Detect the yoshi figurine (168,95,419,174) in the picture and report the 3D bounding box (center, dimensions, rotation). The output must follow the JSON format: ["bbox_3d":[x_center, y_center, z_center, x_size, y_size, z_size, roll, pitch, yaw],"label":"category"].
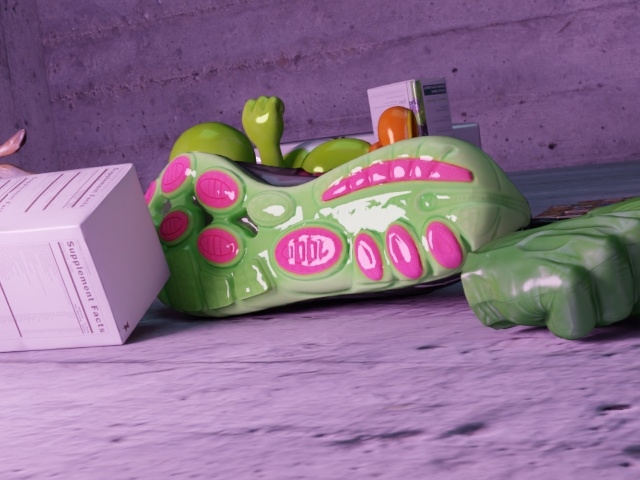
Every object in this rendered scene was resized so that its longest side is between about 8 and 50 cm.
[{"bbox_3d":[-0.047,-0.089,1.463,0.362,0.203,0.203,-10,19,16],"label":"yoshi figurine"}]

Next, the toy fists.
[{"bbox_3d":[0.251,0.015,0.977,0.279,0.096,0.142,-13,-2,-40],"label":"toy fists"}]

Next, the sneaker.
[{"bbox_3d":[0.000,0.000,1.268,0.483,0.185,0.202,1,-9,36],"label":"sneaker"}]

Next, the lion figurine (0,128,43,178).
[{"bbox_3d":[-0.484,-0.039,1.563,0.240,0.392,0.142,20,47,2],"label":"lion figurine"}]

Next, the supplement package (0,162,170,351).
[{"bbox_3d":[-0.297,0.021,1.214,0.244,0.139,0.134,-5,28,19],"label":"supplement package"}]

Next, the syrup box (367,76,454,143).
[{"bbox_3d":[0.152,-0.130,1.901,0.096,0.236,0.093,-6,5,40],"label":"syrup box"}]

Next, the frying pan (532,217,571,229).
[{"bbox_3d":[0.152,0.000,1.495,0.326,0.053,0.197,-5,7,14],"label":"frying pan"}]

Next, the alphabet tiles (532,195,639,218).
[{"bbox_3d":[0.450,-0.052,1.912,0.198,0.009,0.237,-5,6,21],"label":"alphabet tiles"}]

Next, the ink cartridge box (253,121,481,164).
[{"bbox_3d":[0.080,-0.107,2.134,0.395,0.166,0.285,-6,5,4],"label":"ink cartridge box"}]
